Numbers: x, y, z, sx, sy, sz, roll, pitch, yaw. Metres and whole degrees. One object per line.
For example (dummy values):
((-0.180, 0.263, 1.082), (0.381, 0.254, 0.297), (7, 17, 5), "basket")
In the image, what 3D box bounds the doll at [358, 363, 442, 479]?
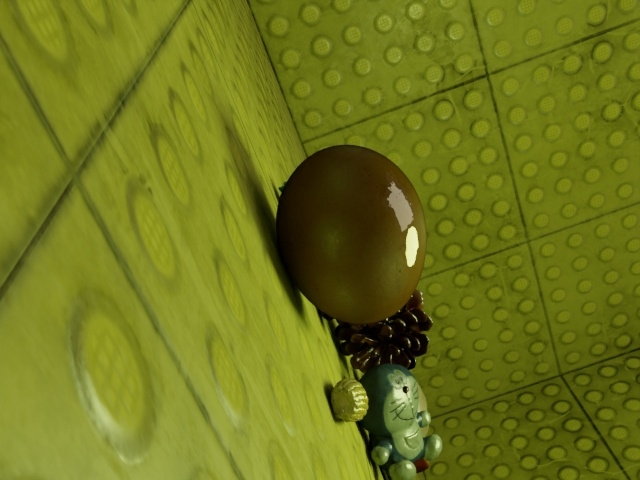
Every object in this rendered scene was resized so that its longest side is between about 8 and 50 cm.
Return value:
((0.175, 0.418, 1.659), (0.228, 0.154, 0.258), (-21, 105, -47), "doll")

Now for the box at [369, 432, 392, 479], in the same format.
((0.170, 0.567, 1.806), (0.115, 0.036, 0.177), (-97, 167, -75), "box")

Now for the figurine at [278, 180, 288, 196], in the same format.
((-0.063, -0.088, 1.655), (0.114, 0.079, 0.114), (36, -34, 29), "figurine")

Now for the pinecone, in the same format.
((0.158, 0.239, 1.804), (0.264, 0.264, 0.264), (-20, 90, -86), "pinecone")

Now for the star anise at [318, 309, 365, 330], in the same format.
((0.085, 0.129, 1.686), (0.220, 0.190, 0.126), (-41, 144, -39), "star anise")

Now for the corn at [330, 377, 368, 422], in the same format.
((0.056, 0.307, 1.345), (0.165, 0.063, 0.085), (43, 52, -77), "corn")

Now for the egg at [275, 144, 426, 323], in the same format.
((0.061, -0.009, 1.337), (0.282, 0.283, 0.351), (-97, 168, -72), "egg")

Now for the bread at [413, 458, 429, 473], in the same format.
((0.234, 0.557, 2.161), (0.295, 0.114, 0.327), (58, 15, -75), "bread")

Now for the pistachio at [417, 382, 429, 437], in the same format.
((0.211, 0.436, 1.936), (0.197, 0.166, 0.288), (24, 26, -21), "pistachio")
